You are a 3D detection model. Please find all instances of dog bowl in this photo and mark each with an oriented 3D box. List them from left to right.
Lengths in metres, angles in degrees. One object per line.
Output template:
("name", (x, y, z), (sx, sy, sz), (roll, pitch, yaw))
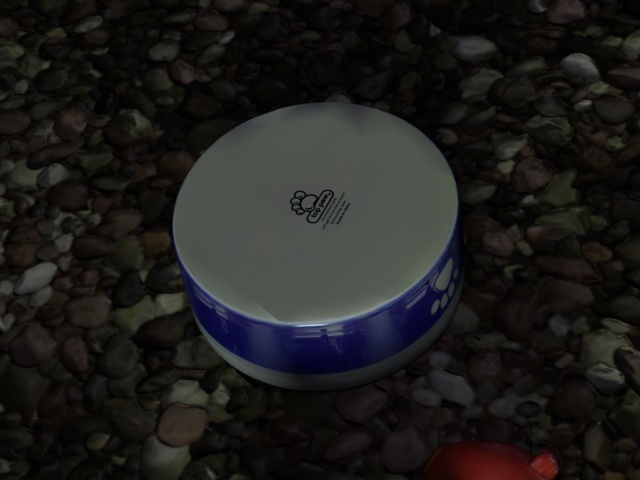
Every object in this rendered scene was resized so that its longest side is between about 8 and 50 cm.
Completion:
("dog bowl", (0.000, 0.000, 1.193), (0.264, 0.104, 0.265), (-4, 51, 5))

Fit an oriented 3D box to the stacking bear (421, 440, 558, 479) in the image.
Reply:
("stacking bear", (0.063, 0.253, 0.960), (0.289, 0.175, 0.164), (-33, 52, -26))
